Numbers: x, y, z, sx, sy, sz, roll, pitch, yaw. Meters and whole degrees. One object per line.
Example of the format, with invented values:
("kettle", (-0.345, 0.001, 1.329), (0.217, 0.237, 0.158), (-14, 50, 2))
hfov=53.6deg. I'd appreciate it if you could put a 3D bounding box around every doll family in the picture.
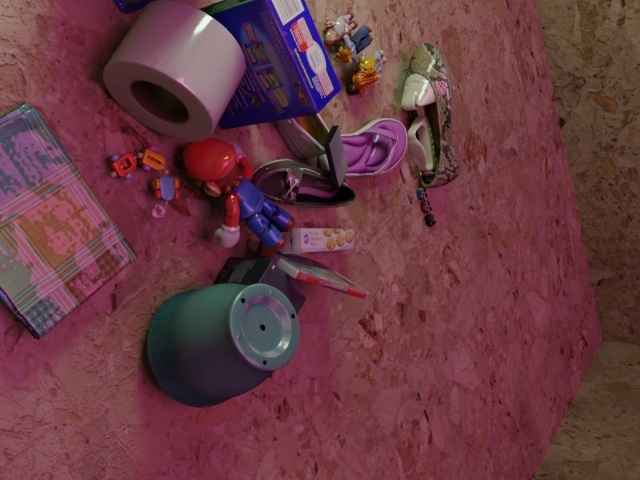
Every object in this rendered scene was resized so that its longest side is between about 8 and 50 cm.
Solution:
("doll family", (0.111, -0.542, 1.852), (0.163, 0.118, 0.263), (-51, 126, -34))

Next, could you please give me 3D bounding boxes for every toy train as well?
("toy train", (-0.382, -0.133, 1.369), (0.125, 0.046, 0.166), (-52, 123, -32))
("toy train", (0.366, -0.118, 2.211), (0.036, 0.027, 0.158), (-35, 117, -30))

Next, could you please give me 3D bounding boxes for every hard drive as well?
("hard drive", (0.041, -0.224, 1.680), (0.094, 0.022, 0.135), (-67, 150, -46))

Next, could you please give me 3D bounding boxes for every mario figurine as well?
("mario figurine", (-0.212, -0.107, 1.501), (0.170, 0.198, 0.320), (-36, 118, 8))

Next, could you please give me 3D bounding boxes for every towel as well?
("towel", (-0.535, -0.038, 1.174), (0.271, 0.040, 0.370), (-47, 117, -36))

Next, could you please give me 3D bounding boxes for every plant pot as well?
("plant pot", (-0.193, 0.209, 1.371), (0.272, 0.255, 0.271), (19, 60, -37))

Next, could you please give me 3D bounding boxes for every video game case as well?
("video game case", (-0.029, 0.077, 1.647), (0.285, 0.204, 0.025), (20, 97, -46))

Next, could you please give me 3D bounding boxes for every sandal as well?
("sandal", (0.160, -0.270, 1.919), (0.416, 0.102, 0.169), (-26, 109, -43))

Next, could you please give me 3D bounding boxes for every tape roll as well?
("tape roll", (-0.297, -0.345, 1.309), (0.246, 0.246, 0.169), (42, 61, -40))

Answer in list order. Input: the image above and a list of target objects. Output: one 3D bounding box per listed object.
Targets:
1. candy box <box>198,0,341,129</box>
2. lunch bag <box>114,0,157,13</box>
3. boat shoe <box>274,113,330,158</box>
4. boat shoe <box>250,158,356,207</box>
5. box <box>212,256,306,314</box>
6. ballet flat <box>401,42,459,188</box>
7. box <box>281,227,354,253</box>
("candy box", (-0.147, -0.407, 1.421), (0.122, 0.317, 0.268), (-50, 126, -37))
("lunch bag", (-0.250, -0.648, 1.254), (0.239, 0.386, 0.327), (52, 54, -34))
("boat shoe", (-0.069, -0.360, 1.627), (0.135, 0.157, 0.367), (-56, 129, -32))
("boat shoe", (-0.037, -0.145, 1.684), (0.335, 0.095, 0.112), (0, 115, -46))
("box", (-0.148, 0.124, 1.543), (0.156, 0.158, 0.093), (52, 55, -34))
("ballet flat", (0.352, -0.399, 2.106), (0.182, 0.164, 0.482), (-28, 114, -34))
("box", (0.000, 0.000, 1.718), (0.324, 0.063, 0.067), (0, 87, -63))
